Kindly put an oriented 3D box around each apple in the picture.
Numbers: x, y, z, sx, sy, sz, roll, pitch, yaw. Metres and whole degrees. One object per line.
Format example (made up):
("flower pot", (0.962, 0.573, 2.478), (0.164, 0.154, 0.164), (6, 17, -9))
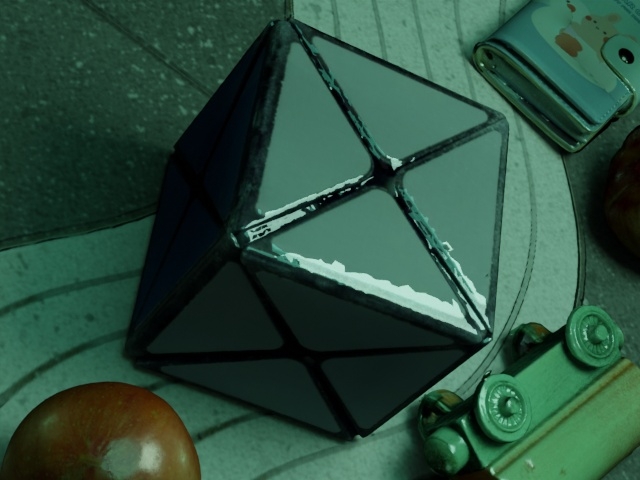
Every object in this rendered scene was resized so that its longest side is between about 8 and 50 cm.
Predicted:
("apple", (-0.175, 0.193, 1.424), (0.163, 0.163, 0.139), (33, 37, -10))

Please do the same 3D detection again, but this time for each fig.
("fig", (0.435, -0.014, 1.948), (0.274, 0.145, 0.170), (39, 50, -23))

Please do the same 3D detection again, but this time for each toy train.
("toy train", (0.217, 0.181, 1.711), (0.285, 0.116, 0.177), (-31, 94, -41))

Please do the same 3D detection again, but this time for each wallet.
("wallet", (0.304, -0.218, 2.025), (0.176, 0.075, 0.250), (43, 48, 6))

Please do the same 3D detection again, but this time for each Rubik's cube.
("Rubik's cube", (0.000, 0.000, 1.587), (0.254, 0.259, 0.260), (22, 57, -17))
